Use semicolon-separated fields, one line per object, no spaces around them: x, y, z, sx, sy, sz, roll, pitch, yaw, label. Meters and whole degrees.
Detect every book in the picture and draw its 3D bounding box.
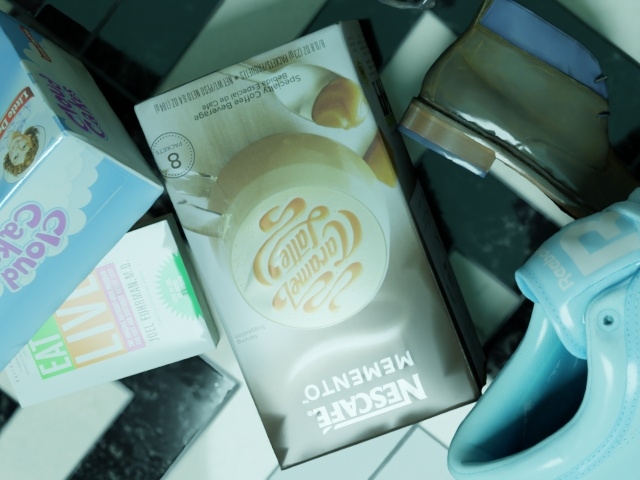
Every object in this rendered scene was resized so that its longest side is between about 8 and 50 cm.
-0.153;0.049;0.968;0.144;0.035;0.096;-18;101;8;book

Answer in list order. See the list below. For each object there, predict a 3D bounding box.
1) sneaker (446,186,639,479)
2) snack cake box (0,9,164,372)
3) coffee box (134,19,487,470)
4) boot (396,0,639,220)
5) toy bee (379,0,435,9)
0.197;0.021;0.787;0.150;0.135;0.366;20;106;-27;sneaker
-0.238;0.003;0.902;0.264;0.152;0.089;-47;136;11;snack cake box
0.000;0.000;0.904;0.141;0.098;0.246;-21;96;10;coffee box
0.167;-0.066;0.879;0.219;0.082;0.106;25;98;-6;boot
0.128;-0.252;0.829;0.298;0.162;0.195;-6;117;-23;toy bee
